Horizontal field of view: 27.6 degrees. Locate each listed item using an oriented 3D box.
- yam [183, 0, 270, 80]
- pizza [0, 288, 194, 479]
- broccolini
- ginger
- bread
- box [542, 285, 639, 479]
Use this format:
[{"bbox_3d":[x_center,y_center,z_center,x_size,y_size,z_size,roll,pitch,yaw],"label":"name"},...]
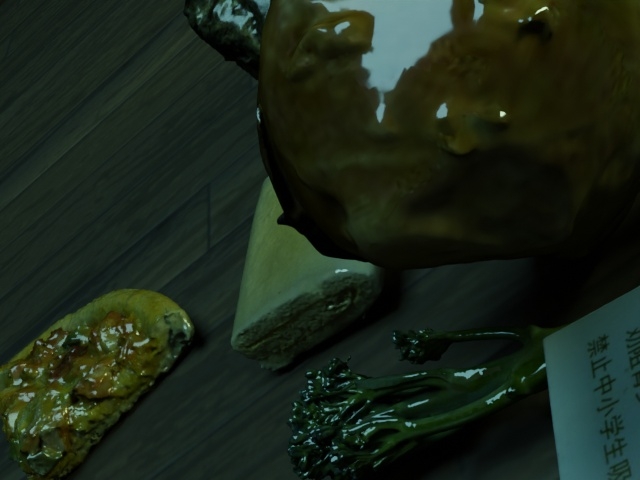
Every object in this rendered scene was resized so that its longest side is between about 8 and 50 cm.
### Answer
[{"bbox_3d":[0.037,-0.243,1.107,0.300,0.195,0.195,-49,27,-6],"label":"yam"},{"bbox_3d":[-0.222,0.128,1.134,0.292,0.058,0.197,-19,40,43],"label":"pizza"},{"bbox_3d":[0.138,0.035,0.720,0.392,0.074,0.079,-32,14,24],"label":"broccolini"},{"bbox_3d":[0.096,-0.086,0.705,0.223,0.269,0.200,173,94,-67],"label":"ginger"},{"bbox_3d":[0.000,0.000,0.978,0.139,0.060,0.178,-30,32,33],"label":"bread"},{"bbox_3d":[0.221,0.057,0.579,0.243,0.067,0.155,-33,32,28],"label":"box"}]
